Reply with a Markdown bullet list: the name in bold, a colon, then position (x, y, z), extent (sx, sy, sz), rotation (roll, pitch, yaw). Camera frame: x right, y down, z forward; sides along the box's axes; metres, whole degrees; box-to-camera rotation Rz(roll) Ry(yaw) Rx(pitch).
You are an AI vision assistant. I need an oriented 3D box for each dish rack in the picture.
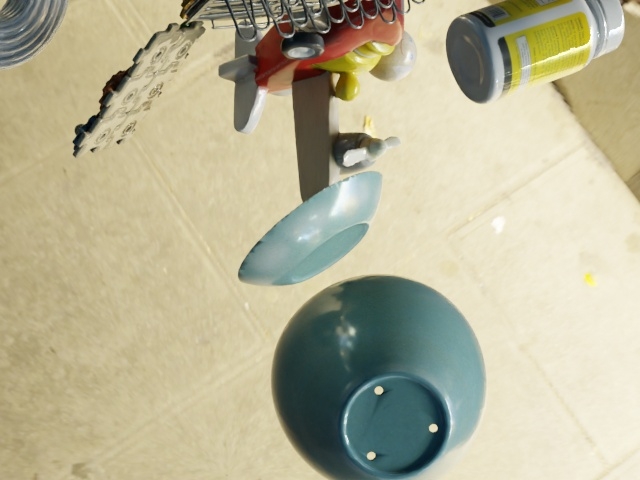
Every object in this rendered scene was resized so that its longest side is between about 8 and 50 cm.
- **dish rack**: position (0.021, -0.215, 0.801), extent (0.208, 0.271, 0.074), rotation (-14, 86, -34)

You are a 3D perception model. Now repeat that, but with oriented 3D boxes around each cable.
- **cable**: position (-0.494, -0.381, 1.485), extent (0.089, 0.257, 0.257), rotation (26, 109, 35)

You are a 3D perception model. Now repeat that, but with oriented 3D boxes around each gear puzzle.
- **gear puzzle**: position (-0.254, -0.265, 1.466), extent (0.044, 0.175, 0.339), rotation (43, 114, 4)

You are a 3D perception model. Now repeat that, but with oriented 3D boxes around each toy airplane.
- **toy airplane**: position (0.012, -0.286, 1.541), extent (0.273, 0.386, 0.384), rotation (3, 33, -23)

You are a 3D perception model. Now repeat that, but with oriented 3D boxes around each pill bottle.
- **pill bottle**: position (0.279, -0.262, 1.294), extent (0.209, 0.119, 0.119), rotation (-21, 79, -16)

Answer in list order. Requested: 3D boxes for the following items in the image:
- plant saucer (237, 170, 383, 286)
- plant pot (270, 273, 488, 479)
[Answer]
- **plant saucer**: position (0.000, 0.000, 1.091), extent (0.195, 0.195, 0.037), rotation (-34, 74, -12)
- **plant pot**: position (0.082, 0.202, 1.257), extent (0.290, 0.195, 0.290), rotation (0, 99, -3)
